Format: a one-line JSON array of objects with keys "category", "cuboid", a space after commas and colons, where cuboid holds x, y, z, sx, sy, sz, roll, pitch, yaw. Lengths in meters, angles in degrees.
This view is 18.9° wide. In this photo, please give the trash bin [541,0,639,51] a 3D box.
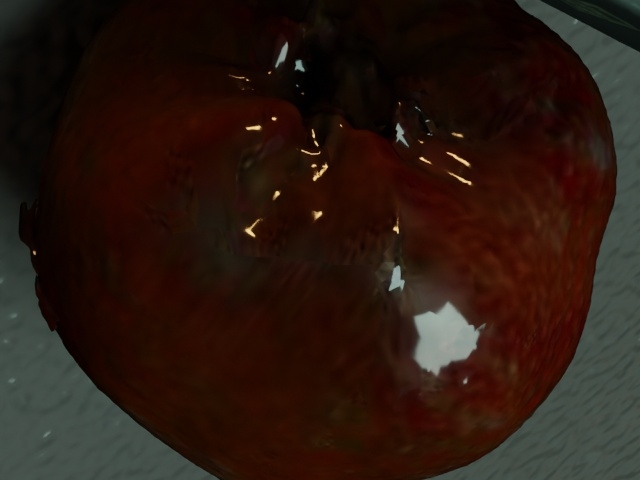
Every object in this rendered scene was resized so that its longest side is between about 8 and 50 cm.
[{"category": "trash bin", "cuboid": [0.125, -0.173, 0.547, 0.176, 0.101, 0.236, 18, 96, -43]}]

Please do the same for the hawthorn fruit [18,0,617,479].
[{"category": "hawthorn fruit", "cuboid": [0.000, 0.000, 0.626, 0.185, 0.185, 0.202, -32, 161, -16]}]
